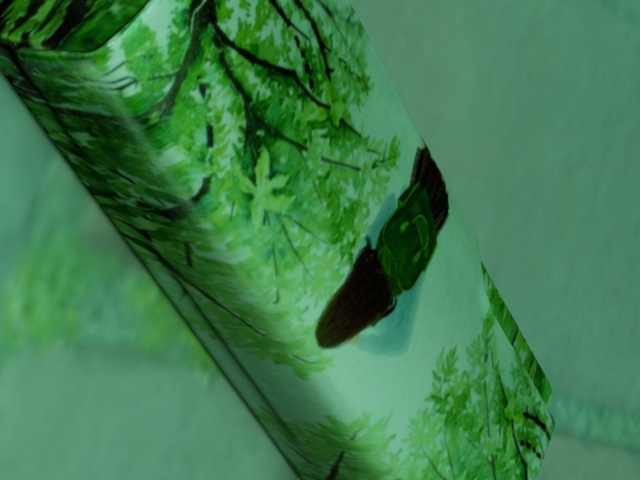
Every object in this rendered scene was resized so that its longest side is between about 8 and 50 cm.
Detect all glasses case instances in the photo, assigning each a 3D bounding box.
[{"bbox_3d":[0.000,0.000,0.625,0.095,0.062,0.272,-55,136,-23],"label":"glasses case"}]
